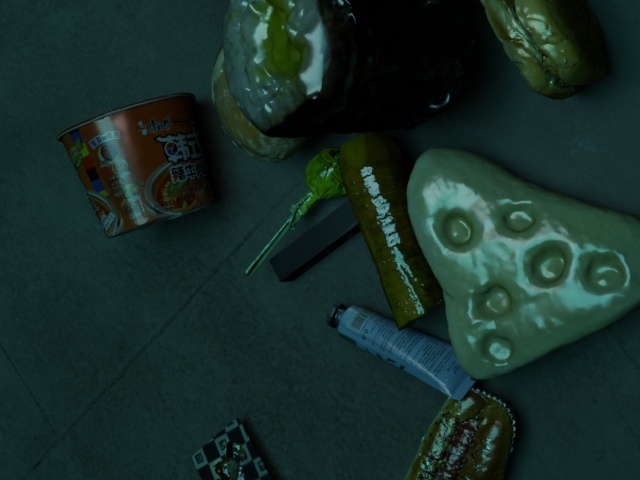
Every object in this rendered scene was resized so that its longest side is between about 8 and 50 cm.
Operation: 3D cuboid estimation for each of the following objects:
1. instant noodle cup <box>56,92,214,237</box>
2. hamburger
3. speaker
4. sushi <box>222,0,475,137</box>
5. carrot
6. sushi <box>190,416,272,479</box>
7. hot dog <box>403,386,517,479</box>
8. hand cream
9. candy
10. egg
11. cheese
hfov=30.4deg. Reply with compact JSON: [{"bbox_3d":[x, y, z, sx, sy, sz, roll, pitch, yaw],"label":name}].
[{"bbox_3d":[-0.301,-0.124,2.015,0.250,0.250,0.192,-17,93,31],"label":"instant noodle cup"},{"bbox_3d":[0.310,-0.298,1.637,0.108,0.213,0.214,-27,78,30],"label":"hamburger"},{"bbox_3d":[0.000,0.000,1.934,0.191,0.040,0.046,-37,72,28],"label":"speaker"},{"bbox_3d":[0.034,-0.298,1.669,0.281,0.294,0.300,1,94,56],"label":"sushi"},{"bbox_3d":[0.116,-0.020,1.820,0.114,0.114,0.302,-24,82,30],"label":"carrot"},{"bbox_3d":[-0.130,0.423,2.040,0.139,0.031,0.201,-42,68,27],"label":"sushi"},{"bbox_3d":[0.210,0.347,1.798,0.144,0.075,0.268,34,107,29],"label":"hot dog"},{"bbox_3d":[0.128,0.167,1.845,0.271,0.091,0.058,23,143,30],"label":"hand cream"},{"bbox_3d":[-0.040,-0.041,1.929,0.262,0.073,0.077,-51,46,15],"label":"candy"},{"bbox_3d":[-0.075,-0.248,1.877,0.203,0.203,0.245,7,94,32],"label":"egg"},{"bbox_3d":[0.310,-0.004,1.691,0.328,0.129,0.351,-20,82,27],"label":"cheese"}]
